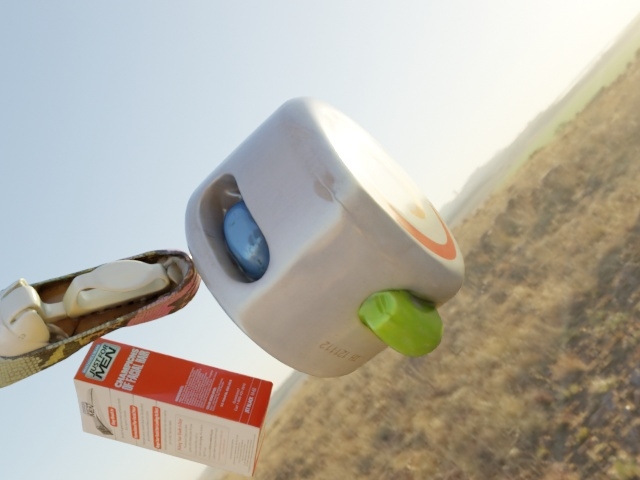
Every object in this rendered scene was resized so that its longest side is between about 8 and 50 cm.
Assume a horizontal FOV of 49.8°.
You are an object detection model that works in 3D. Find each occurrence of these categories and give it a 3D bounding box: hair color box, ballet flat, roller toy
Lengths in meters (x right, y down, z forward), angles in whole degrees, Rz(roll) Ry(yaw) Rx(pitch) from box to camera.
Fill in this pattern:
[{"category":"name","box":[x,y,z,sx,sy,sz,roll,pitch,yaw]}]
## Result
[{"category":"hair color box","box":[-0.133,0.153,0.631,0.053,0.167,0.093,-75,-2,-45]},{"category":"ballet flat","box":[-0.202,0.053,0.559,0.222,0.076,0.079,-20,-21,-19]},{"category":"roller toy","box":[0.000,0.000,0.533,0.146,0.191,0.209,-41,12,19]}]
